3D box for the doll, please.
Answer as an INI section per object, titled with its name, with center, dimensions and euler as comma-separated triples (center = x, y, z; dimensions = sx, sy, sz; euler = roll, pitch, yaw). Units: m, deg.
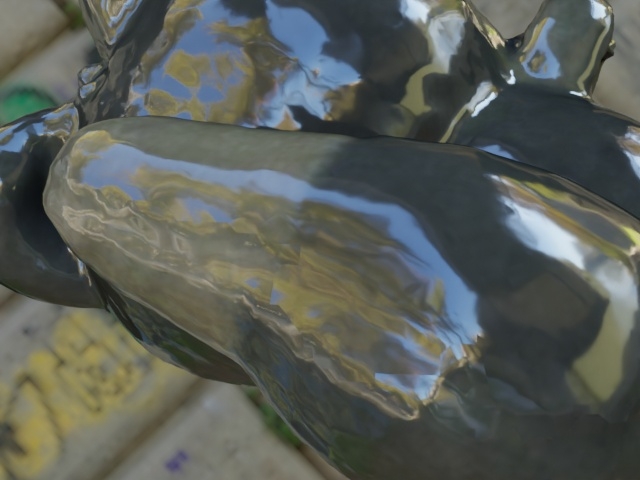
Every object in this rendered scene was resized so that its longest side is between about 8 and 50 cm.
[doll]
center = 0.013, -0.033, 0.792
dimensions = 0.378, 0.382, 0.252
euler = 60, -127, -77
